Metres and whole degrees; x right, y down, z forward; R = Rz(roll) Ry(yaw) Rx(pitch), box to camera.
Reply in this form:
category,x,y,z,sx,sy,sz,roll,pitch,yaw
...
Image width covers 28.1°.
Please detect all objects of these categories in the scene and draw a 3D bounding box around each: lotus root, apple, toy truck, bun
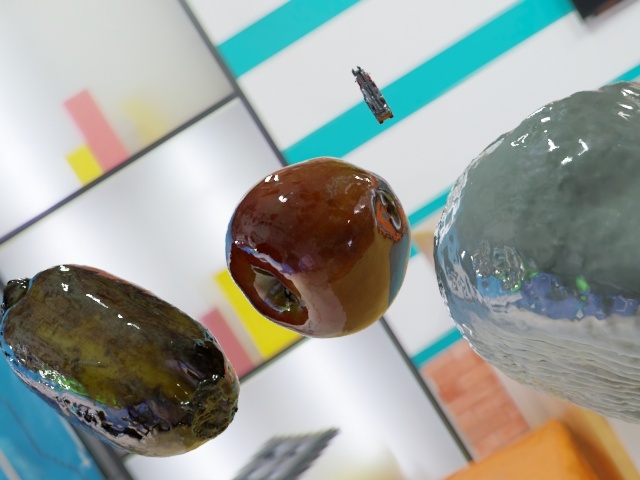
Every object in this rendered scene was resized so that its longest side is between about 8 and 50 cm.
category,x,y,z,sx,sy,sz,roll,pitch,yaw
lotus root,-0.272,0.147,1.647,0.397,0.179,0.196,25,57,35
apple,0.000,0.000,1.575,0.230,0.230,0.230,-32,6,4
toy truck,0.065,-0.186,1.620,0.024,0.083,0.032,-30,-31,7
bun,0.247,0.022,0.832,0.354,0.354,0.194,-16,54,68
